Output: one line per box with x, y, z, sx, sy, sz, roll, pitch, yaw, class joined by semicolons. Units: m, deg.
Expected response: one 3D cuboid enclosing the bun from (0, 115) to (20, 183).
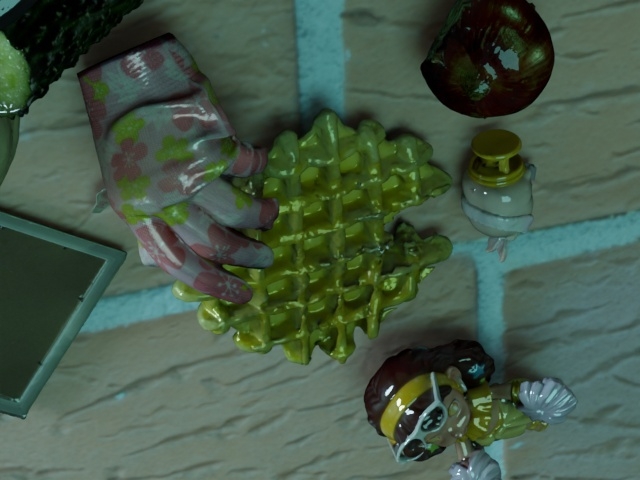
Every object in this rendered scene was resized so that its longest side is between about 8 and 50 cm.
-0.396;-0.131;1.452;0.361;0.213;0.361;14;158;6;bun

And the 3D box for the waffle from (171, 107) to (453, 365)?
-0.001;-0.001;1.792;0.250;0.056;0.261;30;110;-37;waffle

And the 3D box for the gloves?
-0.118;-0.048;1.647;0.145;0.126;0.241;-22;99;10;gloves

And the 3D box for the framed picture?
-0.338;0.048;1.752;0.274;0.017;0.217;22;117;-31;framed picture

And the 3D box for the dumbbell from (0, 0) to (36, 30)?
-0.279;-0.277;1.308;0.203;0.322;0.204;-6;120;-11;dumbbell

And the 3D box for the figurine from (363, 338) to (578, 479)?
0.152;0.170;1.942;0.240;0.116;0.175;14;123;-33;figurine

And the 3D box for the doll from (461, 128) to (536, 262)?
0.172;-0.043;1.818;0.084;0.073;0.127;-34;135;-33;doll

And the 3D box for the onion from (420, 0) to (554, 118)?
0.148;-0.159;1.689;0.118;0.118;0.117;9;145;-24;onion

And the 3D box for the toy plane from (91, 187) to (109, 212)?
-0.144;-0.033;1.745;0.120;0.031;0.049;11;131;-28;toy plane

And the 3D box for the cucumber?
-0.153;-0.215;1.448;0.096;0.359;0.096;18;132;21;cucumber
